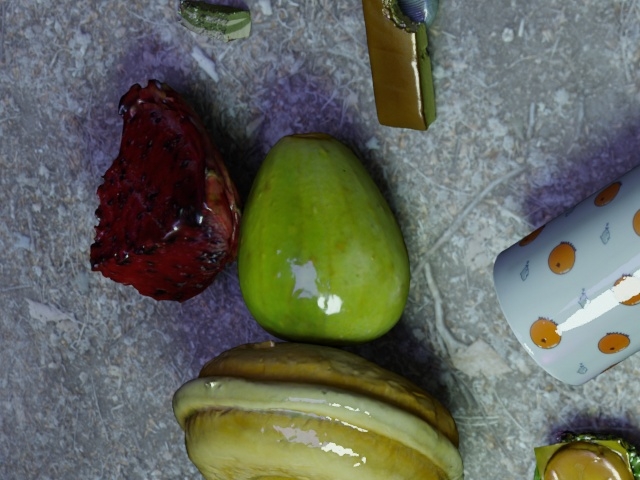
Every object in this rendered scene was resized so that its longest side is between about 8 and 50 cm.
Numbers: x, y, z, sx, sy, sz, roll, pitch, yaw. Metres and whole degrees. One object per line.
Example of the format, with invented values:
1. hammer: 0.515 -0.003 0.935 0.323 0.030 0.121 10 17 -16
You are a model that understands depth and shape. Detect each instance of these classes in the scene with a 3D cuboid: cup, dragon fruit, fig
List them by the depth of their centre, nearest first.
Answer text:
1. cup: 0.413 0.026 1.823 0.317 0.212 0.212 -36 83 32
2. fig: 0.000 0.000 2.052 0.258 0.258 0.326 -11 86 33
3. dragon fruit: -0.194 -0.097 2.184 0.286 0.228 0.329 -29 50 36

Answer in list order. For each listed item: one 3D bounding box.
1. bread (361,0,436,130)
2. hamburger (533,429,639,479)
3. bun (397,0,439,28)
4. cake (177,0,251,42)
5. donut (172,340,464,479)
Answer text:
1. bread: 0.112 -0.268 1.988 0.088 0.049 0.226 14 128 32
2. hamburger: 0.391 0.345 1.988 0.189 0.093 0.164 1 101 29
3. bun: 0.136 -0.341 1.997 0.083 0.045 0.083 6 102 31
4. cake: -0.179 -0.345 2.183 0.140 0.055 0.051 14 116 30
5. donut: -0.004 0.293 2.056 0.448 0.449 0.198 0 61 31
